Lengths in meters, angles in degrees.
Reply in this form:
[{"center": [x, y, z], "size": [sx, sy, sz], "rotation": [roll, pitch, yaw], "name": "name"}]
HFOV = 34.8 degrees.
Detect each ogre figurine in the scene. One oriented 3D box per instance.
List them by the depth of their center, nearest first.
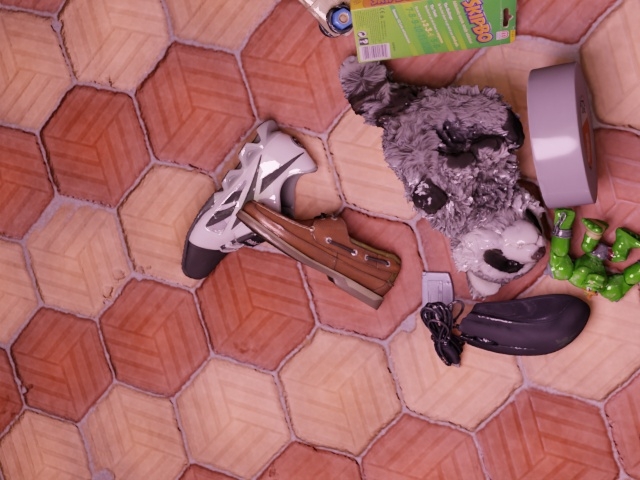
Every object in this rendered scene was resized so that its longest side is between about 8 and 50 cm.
[{"center": [0.449, 0.031, 1.642], "size": [0.197, 0.097, 0.118], "rotation": [13, 114, -26], "name": "ogre figurine"}]

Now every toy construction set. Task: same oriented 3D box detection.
[{"center": [0.042, -0.467, 1.688], "size": [0.327, 0.151, 0.215], "rotation": [41, 85, 1], "name": "toy construction set"}]

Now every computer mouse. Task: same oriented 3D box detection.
[{"center": [0.312, 0.156, 1.685], "size": [0.272, 0.188, 0.072], "rotation": [-9, 54, 12], "name": "computer mouse"}]

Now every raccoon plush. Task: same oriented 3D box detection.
[{"center": [0.222, -0.119, 1.689], "size": [0.216, 0.299, 0.446], "rotation": [-27, 45, 2], "name": "raccoon plush"}]

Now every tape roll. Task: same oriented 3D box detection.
[{"center": [0.375, -0.161, 1.570], "size": [0.072, 0.219, 0.219], "rotation": [-6, 97, 21], "name": "tape roll"}]

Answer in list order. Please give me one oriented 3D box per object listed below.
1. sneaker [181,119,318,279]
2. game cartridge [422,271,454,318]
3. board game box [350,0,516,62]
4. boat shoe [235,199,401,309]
[{"center": [-0.126, -0.039, 1.821], "size": [0.146, 0.122, 0.331], "rotation": [38, 110, 12], "name": "sneaker"}, {"center": [0.206, 0.096, 1.782], "size": [0.056, 0.017, 0.083], "rotation": [2, 100, 23], "name": "game cartridge"}, {"center": [0.182, -0.351, 1.636], "size": [0.259, 0.124, 0.039], "rotation": [-4, 57, 6], "name": "board game box"}, {"center": [0.000, 0.000, 1.756], "size": [0.307, 0.110, 0.104], "rotation": [32, 90, -22], "name": "boat shoe"}]
